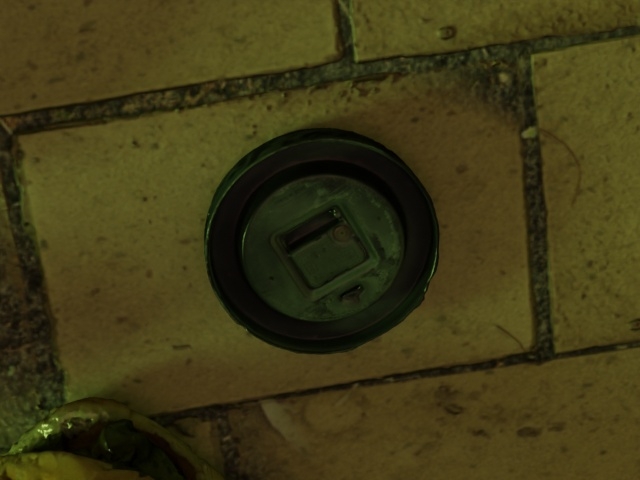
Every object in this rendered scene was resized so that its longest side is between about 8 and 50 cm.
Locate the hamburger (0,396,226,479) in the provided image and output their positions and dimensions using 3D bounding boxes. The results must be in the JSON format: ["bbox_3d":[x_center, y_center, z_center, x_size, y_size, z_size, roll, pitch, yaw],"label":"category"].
[{"bbox_3d":[-0.207,0.268,1.707,0.329,0.162,0.209,21,111,-12],"label":"hamburger"}]

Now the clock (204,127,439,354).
[{"bbox_3d":[0.000,0.000,1.681,0.226,0.049,0.226,-3,116,-7],"label":"clock"}]
